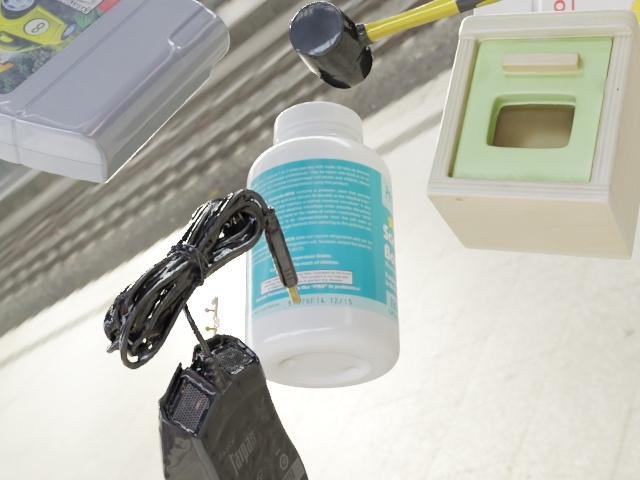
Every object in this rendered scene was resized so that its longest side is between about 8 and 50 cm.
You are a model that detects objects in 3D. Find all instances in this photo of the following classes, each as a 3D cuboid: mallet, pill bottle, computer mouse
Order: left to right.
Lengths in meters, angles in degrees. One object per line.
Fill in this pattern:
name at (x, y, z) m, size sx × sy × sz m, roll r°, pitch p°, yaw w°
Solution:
computer mouse at (-0.058, 0.098, 0.697) m, size 0.060 × 0.262 × 0.184 m, roll -3°, pitch 34°, yaw 30°
pill bottle at (0.000, 0.000, 1.021) m, size 0.146 × 0.146 × 0.264 m, roll -26°, pitch 55°, yaw 42°
mallet at (0.071, -0.140, 0.615) m, size 0.189 × 0.039 × 0.062 m, roll -18°, pitch -18°, yaw 25°

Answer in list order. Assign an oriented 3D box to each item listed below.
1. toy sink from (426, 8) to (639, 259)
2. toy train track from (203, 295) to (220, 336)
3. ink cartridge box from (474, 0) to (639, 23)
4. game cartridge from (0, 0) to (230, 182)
toy sink at (0.199, -0.117, 0.910) m, size 0.152 × 0.131 × 0.234 m, roll 5°, pitch 68°, yaw 28°
toy train track at (-0.116, 0.100, 1.100) m, size 0.014 × 0.083 × 0.048 m, roll 2°, pitch 6°, yaw -13°
ink cartridge box at (0.364, -0.358, 1.282) m, size 0.353 × 0.207 × 0.119 m, roll -3°, pitch 21°, yaw 6°
game cartridge at (-0.242, -0.159, 0.792) m, size 0.196 × 0.294 × 0.060 m, roll -55°, pitch -15°, yaw -34°
